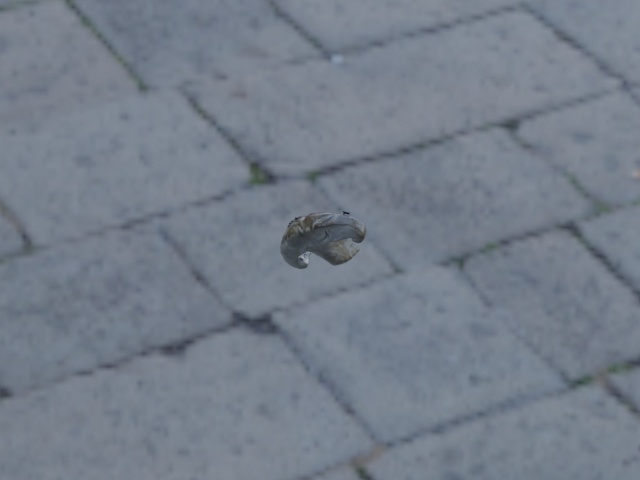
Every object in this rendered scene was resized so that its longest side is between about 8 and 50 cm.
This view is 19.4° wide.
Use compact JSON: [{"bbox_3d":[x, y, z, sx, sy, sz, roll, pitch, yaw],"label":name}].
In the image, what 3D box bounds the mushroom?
[{"bbox_3d":[0.000,0.000,1.404,0.049,0.101,0.019,37,60,-17],"label":"mushroom"}]
